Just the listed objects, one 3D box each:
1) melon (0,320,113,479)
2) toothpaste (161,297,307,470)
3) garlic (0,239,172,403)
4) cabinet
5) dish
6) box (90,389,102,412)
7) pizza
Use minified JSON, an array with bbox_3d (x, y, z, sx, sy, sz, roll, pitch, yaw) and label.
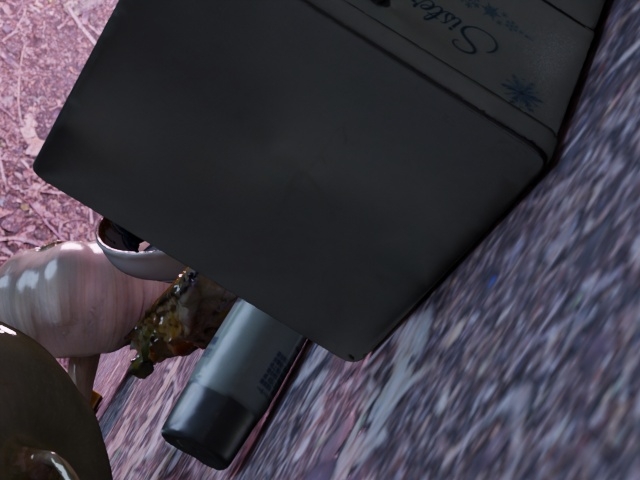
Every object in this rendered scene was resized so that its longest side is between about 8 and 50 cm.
[{"bbox_3d":[-0.252,0.162,0.906,0.308,0.272,0.272,-30,13,9],"label":"melon"},{"bbox_3d":[0.000,0.000,0.785,0.239,0.039,0.062,-59,0,-19],"label":"toothpaste"},{"bbox_3d":[-0.250,0.109,1.740,0.199,0.199,0.226,158,110,-78],"label":"garlic"},{"bbox_3d":[0.018,-0.097,0.625,0.150,0.145,0.206,-52,10,49],"label":"cabinet"},{"bbox_3d":[-0.089,0.008,1.219,0.141,0.078,0.141,-12,25,6],"label":"dish"},{"bbox_3d":[-0.389,0.204,1.971,0.084,0.193,0.301,-61,7,-25],"label":"box"},{"bbox_3d":[-0.062,0.025,1.050,0.185,0.052,0.195,-51,3,3],"label":"pizza"}]
